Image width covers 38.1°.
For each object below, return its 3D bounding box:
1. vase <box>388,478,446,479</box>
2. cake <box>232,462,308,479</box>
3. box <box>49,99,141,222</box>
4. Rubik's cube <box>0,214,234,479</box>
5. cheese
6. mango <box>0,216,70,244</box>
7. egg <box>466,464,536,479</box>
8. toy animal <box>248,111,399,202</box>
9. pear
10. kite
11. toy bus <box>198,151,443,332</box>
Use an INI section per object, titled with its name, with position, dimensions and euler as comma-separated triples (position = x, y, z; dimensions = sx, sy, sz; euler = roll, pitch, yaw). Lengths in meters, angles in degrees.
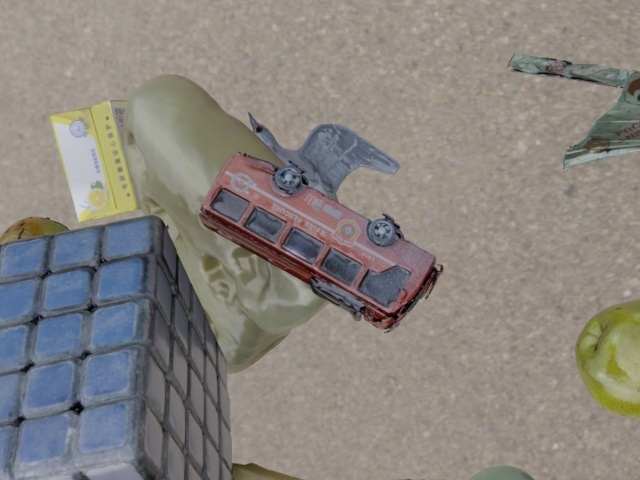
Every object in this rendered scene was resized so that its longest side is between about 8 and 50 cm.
[vase]
position = 0.142, 0.485, 1.763
dimensions = 0.211, 0.060, 0.060
euler = -10, 92, 5
[cake]
position = -0.104, 0.416, 0.984
dimensions = 0.332, 0.332, 0.321
euler = -11, 57, 43
[box]
position = -0.291, -0.126, 1.425
dimensions = 0.097, 0.265, 0.168
euler = -14, 96, 14
[Rubik's cube]
position = -0.214, 0.152, 0.776
dimensions = 0.238, 0.237, 0.237
euler = 72, -170, -48
[cheese]
position = -0.134, -0.019, 1.097
dimensions = 0.328, 0.129, 0.351
euler = 54, 152, 4
[mango]
position = -0.310, 0.084, 1.047
dimensions = 0.111, 0.125, 0.233
euler = 119, 139, -74
[egg]
position = 0.230, 0.392, 1.221
dimensions = 0.149, 0.149, 0.192
euler = 14, 73, 40
[toy animal]
position = -0.016, -0.087, 1.369
dimensions = 0.239, 0.176, 0.255
euler = -37, 111, 9
[pear]
position = 0.503, 0.186, 1.463
dimensions = 0.198, 0.198, 0.198
euler = 10, 105, 41
[kite]
position = 0.349, -0.167, 0.972
dimensions = 0.335, 0.314, 0.011
euler = 116, 160, -55
[toy bus]
position = 0.000, 0.000, 0.900
dimensions = 0.235, 0.073, 0.096
euler = 31, 77, 8
